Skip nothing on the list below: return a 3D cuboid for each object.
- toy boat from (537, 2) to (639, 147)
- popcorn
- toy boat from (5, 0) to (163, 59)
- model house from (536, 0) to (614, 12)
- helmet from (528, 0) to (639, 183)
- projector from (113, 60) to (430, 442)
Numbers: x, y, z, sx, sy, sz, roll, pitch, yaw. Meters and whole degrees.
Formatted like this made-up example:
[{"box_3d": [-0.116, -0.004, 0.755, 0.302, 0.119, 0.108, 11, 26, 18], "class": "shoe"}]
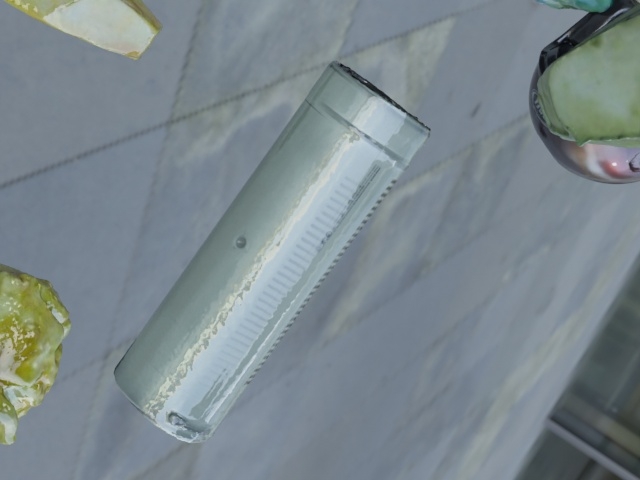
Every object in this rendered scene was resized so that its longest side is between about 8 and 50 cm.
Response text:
[{"box_3d": [0.211, -0.098, 0.676, 0.055, 0.093, 0.293, -21, -176, -31], "class": "toy boat"}, {"box_3d": [-0.458, 0.122, 1.564, 0.225, 0.277, 0.276, -95, -151, -66], "class": "popcorn"}, {"box_3d": [-0.177, -0.178, 0.767, 0.065, 0.172, 0.066, -48, -174, 22], "class": "toy boat"}, {"box_3d": [0.245, -0.425, 1.350, 0.241, 0.261, 0.226, -65, 163, -12], "class": "model house"}, {"box_3d": [0.346, -0.163, 1.404, 0.216, 0.189, 0.193, -8, 144, -23], "class": "helmet"}, {"box_3d": [-0.043, 0.012, 1.037, 0.337, 0.108, 0.108, -54, 161, 10], "class": "projector"}]
